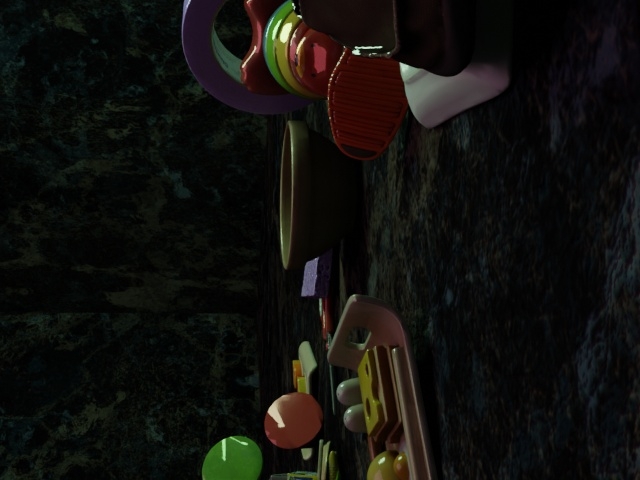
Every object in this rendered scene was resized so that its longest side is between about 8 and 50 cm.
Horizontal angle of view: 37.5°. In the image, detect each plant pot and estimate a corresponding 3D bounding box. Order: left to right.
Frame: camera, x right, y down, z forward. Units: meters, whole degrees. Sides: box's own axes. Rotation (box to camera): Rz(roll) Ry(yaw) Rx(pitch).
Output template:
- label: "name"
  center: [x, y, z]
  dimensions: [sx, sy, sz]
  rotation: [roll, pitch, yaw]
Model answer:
- label: "plant pot"
  center: [-0.003, -0.070, 1.507]
  dimensions: [0.237, 0.109, 0.237]
  rotation: [-178, 90, -83]

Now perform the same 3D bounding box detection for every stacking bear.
- label: "stacking bear"
  center: [0.001, -0.267, 1.321]
  dimensions: [0.289, 0.164, 0.175]
  rotation: [-134, 47, -65]

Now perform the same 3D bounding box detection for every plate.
- label: "plate"
  center: [0.113, -0.253, 0.851]
  dimensions: [0.278, 0.045, 0.277]
  rotation: [179, 91, -83]

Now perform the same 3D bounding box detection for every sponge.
- label: "sponge"
  center: [0.000, 0.000, 1.701]
  dimensions: [0.117, 0.031, 0.210]
  rotation: [165, 112, -79]

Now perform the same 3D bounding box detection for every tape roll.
- label: "tape roll"
  center: [-0.083, -0.343, 1.514]
  dimensions: [0.090, 0.274, 0.275]
  rotation: [-99, 12, -52]

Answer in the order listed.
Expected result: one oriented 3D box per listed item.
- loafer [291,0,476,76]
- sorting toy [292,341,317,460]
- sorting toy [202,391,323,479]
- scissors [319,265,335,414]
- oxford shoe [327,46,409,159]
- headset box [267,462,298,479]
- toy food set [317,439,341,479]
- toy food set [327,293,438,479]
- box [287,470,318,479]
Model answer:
- label: "loafer"
  center: [0.035, -0.198, 0.752]
  dimensions: [0.366, 0.130, 0.134]
  rotation: [-132, 43, -79]
- label: "sorting toy"
  center: [-0.037, 0.341, 2.027]
  dimensions: [0.193, 0.038, 0.208]
  rotation: [-121, 33, -77]
- label: "sorting toy"
  center: [-0.134, 0.456, 1.876]
  dimensions: [0.127, 0.365, 0.126]
  rotation: [49, 172, 39]
- label: "scissors"
  center: [0.016, 0.180, 1.709]
  dimensions: [0.109, 0.021, 0.297]
  rotation: [112, 157, -65]
- label: "oxford shoe"
  center: [0.072, -0.221, 1.085]
  dimensions: [0.098, 0.097, 0.271]
  rotation: [-64, -13, -55]
- label: "headset box"
  center: [-0.051, 0.581, 1.813]
  dimensions: [0.218, 0.110, 0.293]
  rotation: [108, 162, -67]
- label: "toy food set"
  center: [0.020, 0.407, 1.594]
  dimensions: [0.192, 0.038, 0.132]
  rotation: [78, -165, -71]
- label: "toy food set"
  center: [0.050, 0.237, 1.029]
  dimensions: [0.220, 0.092, 0.306]
  rotation: [105, 159, -63]
- label: "box"
  center: [-0.025, 0.433, 1.637]
  dimensions: [0.169, 0.054, 0.059]
  rotation: [68, -155, -76]
